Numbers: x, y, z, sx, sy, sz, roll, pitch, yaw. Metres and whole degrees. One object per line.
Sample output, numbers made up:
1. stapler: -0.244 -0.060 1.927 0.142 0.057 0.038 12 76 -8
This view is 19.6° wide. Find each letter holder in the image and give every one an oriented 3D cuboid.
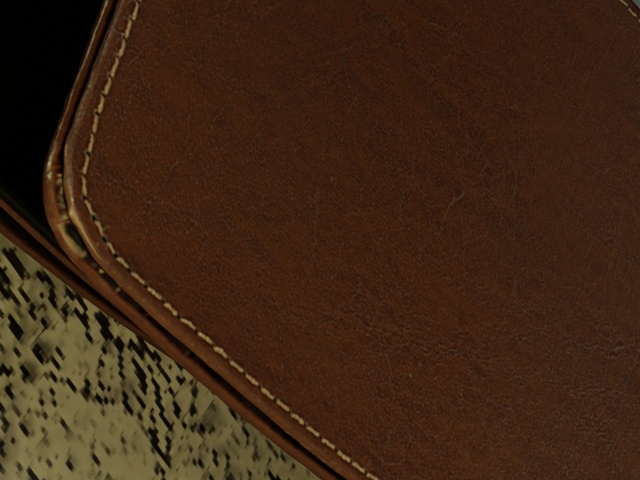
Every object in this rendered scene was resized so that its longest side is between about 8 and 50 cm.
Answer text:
1. letter holder: 0.000 0.000 0.587 0.302 0.152 0.214 38 53 -38
